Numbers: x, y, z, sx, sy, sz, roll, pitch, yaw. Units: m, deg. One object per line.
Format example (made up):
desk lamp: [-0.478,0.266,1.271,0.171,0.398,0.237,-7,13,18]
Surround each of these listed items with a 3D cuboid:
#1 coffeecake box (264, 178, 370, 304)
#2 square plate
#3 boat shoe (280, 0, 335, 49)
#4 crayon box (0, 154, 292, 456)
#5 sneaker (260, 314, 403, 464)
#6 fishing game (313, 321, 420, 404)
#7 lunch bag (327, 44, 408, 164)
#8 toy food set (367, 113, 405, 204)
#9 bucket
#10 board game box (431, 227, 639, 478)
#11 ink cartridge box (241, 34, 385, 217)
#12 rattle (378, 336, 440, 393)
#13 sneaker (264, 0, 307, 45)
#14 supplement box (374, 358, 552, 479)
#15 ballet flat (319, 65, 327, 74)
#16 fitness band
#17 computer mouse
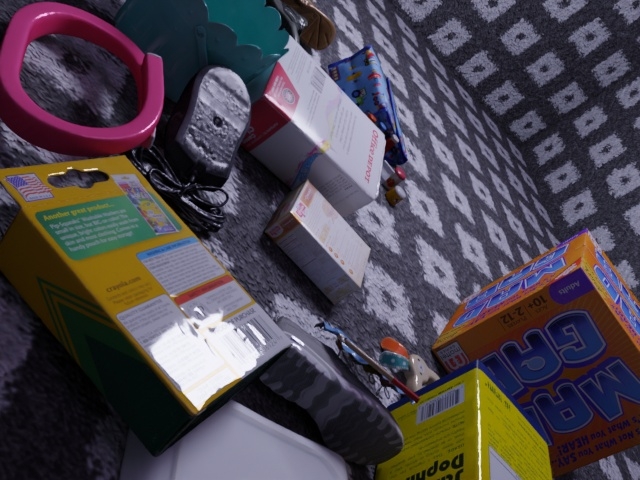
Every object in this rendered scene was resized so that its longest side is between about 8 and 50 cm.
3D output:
coffeecake box: [0.000,0.000,1.160,0.185,0.068,0.142,48,28,-14]
square plate: [-0.069,0.331,0.695,0.347,0.049,0.344,37,31,-30]
boat shoe: [-0.097,-0.661,1.723,0.342,0.123,0.123,36,19,-32]
crayon box: [-0.204,0.052,0.715,0.323,0.083,0.203,47,26,9]
sneaker: [0.024,0.210,0.923,0.281,0.105,0.115,49,20,-18]
fishing game: [0.063,0.188,0.954,0.189,0.041,0.264,40,-7,3]
lunch bag: [0.158,-0.350,1.768,0.293,0.138,0.221,34,40,-56]
toy food set: [0.160,-0.212,1.620,0.232,0.104,0.111,50,27,-9]
bucket: [-0.208,-0.375,1.128,0.281,0.183,0.281,38,32,-29]
board game box: [0.527,0.244,1.414,0.357,0.356,0.356,56,27,3]
ink cartridge box: [-0.020,-0.216,1.276,0.306,0.131,0.226,43,39,-26]
rattle: [0.212,0.246,1.155,0.130,0.142,0.200,-23,85,-44]
sneaker: [-0.075,-0.524,1.616,0.130,0.087,0.228,12,43,-45]
supplement box: [0.207,0.382,0.921,0.194,0.195,0.357,48,27,-13]
ballet flat: [0.008,-0.380,1.646,0.049,0.057,0.173,-10,59,-16]
fitness band: [-0.316,-0.217,0.853,0.208,0.054,0.291,14,43,-27]
computer mouse: [-0.196,-0.160,0.997,0.188,0.072,0.272,41,53,-33]
